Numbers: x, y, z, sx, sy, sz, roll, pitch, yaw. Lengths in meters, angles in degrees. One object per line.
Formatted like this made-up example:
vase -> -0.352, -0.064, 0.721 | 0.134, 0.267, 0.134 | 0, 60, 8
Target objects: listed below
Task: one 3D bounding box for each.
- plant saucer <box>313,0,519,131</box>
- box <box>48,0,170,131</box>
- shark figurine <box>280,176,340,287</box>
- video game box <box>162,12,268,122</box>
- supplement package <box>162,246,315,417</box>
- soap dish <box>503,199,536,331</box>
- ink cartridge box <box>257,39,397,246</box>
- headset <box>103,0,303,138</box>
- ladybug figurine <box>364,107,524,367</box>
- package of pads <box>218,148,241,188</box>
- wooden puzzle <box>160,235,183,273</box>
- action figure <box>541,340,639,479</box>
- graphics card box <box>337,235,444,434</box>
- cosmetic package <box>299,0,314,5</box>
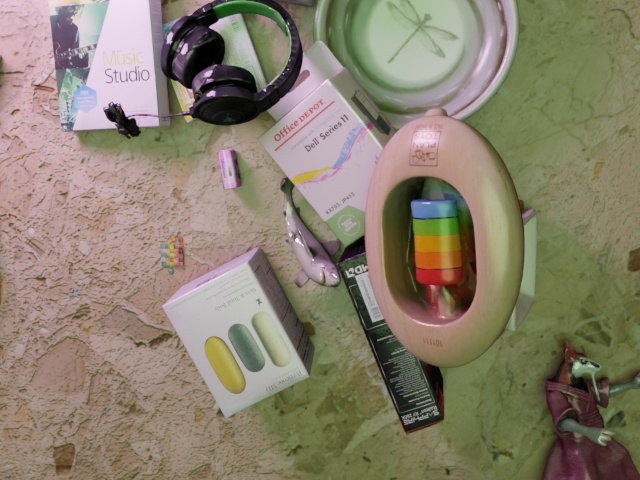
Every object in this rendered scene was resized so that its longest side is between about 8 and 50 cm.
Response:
plant saucer -> 0.188, -0.415, 1.633 | 0.400, 0.100, 0.400 | 1, 101, 7
box -> -0.435, -0.389, 1.676 | 0.232, 0.058, 0.322 | -1, 98, 16
shark figurine -> -0.014, -0.014, 1.732 | 0.116, 0.166, 0.278 | -15, 72, -24
video game box -> -0.225, -0.372, 1.696 | 0.187, 0.048, 0.205 | -19, 97, 4
supplement package -> -0.161, 0.184, 1.702 | 0.199, 0.198, 0.263 | -27, 97, 6
soap dish -> 0.353, 0.048, 1.623 | 0.118, 0.291, 0.229 | 3, 100, 23
ink cartridge box -> 0.026, -0.190, 1.608 | 0.207, 0.119, 0.353 | -36, 97, 30
headset -> -0.223, -0.324, 1.558 | 0.394, 0.185, 0.243 | -36, 72, -1
ladybug figurine -> 0.228, -0.006, 1.437 | 0.305, 0.162, 0.449 | 6, 103, 39
package of pads -> -0.191, -0.151, 1.726 | 0.032, 0.050, 0.083 | -9, 98, 9
wooden puzzle -> -0.324, 0.032, 1.784 | 0.049, 0.006, 0.083 | 0, 99, 3
action figure -> 0.551, 0.396, 1.741 | 0.275, 0.248, 0.370 | -17, 84, 48
graphics card box -> 0.150, 0.175, 1.667 | 0.094, 0.233, 0.371 | -22, 96, 12
cosmetic package -> -0.071, -0.691, 1.524 | 0.161, 0.230, 0.453 | 15, 103, 13
